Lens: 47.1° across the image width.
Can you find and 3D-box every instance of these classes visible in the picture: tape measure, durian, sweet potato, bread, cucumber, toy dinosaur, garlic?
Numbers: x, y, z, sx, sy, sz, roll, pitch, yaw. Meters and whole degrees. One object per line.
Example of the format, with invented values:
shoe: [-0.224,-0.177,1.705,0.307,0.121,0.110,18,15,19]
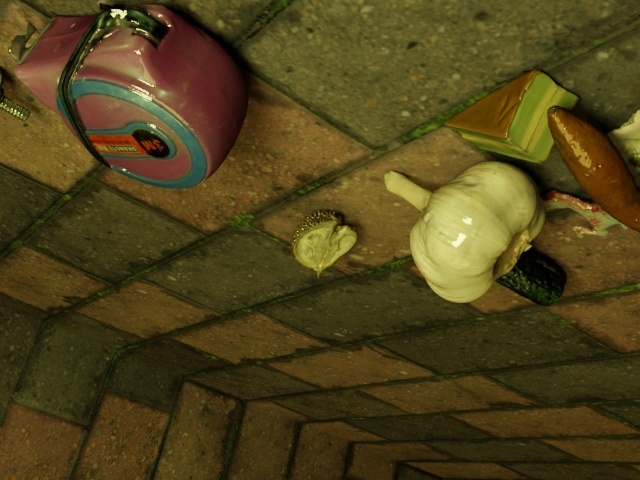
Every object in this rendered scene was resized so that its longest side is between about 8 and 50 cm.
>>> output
tape measure: [-0.211,-0.181,0.886,0.231,0.149,0.245,2,145,32]
durian: [0.002,-0.001,1.210,0.110,0.071,0.140,3,132,-9]
sweet potato: [0.328,-0.064,0.831,0.057,0.057,0.264,-14,134,45]
bread: [0.218,-0.149,0.863,0.074,0.084,0.139,26,-177,-23]
cucumber: [0.269,0.024,1.123,0.241,0.075,0.074,27,152,-22]
toy dinosaur: [0.402,-0.049,0.917,0.167,0.053,0.242,26,162,-7]
garlic: [0.174,-0.046,0.980,0.226,0.199,0.199,40,169,31]

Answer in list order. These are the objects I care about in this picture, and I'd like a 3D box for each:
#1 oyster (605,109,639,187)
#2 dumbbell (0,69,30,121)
oyster: [0.393,-0.112,0.791,0.133,0.072,0.209,37,162,4]
dumbbell: [-0.506,-0.231,0.990,0.110,0.110,0.254,-7,154,38]
